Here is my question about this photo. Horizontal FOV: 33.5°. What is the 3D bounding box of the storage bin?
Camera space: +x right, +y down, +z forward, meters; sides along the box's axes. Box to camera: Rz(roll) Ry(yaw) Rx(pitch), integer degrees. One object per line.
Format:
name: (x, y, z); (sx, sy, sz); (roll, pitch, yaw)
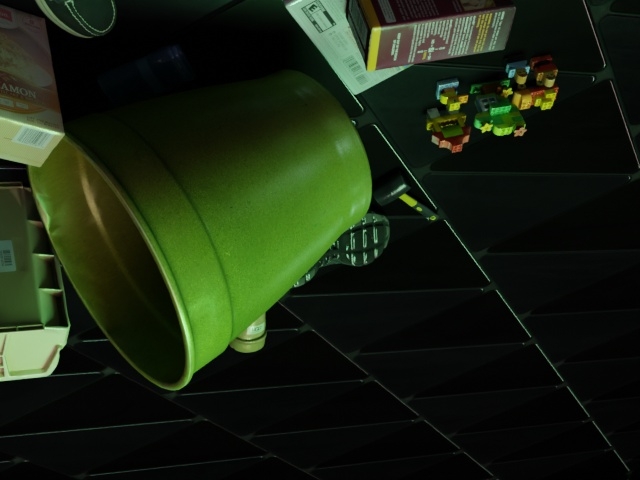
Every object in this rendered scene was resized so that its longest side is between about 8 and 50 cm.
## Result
storage bin: (-0.499, 0.056, 1.469); (0.261, 0.262, 0.123); (-3, 143, -23)

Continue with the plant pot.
plant pot: (-0.133, -0.051, 1.393); (0.353, 0.366, 0.366); (-30, 155, -27)

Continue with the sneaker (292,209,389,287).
sneaker: (0.000, 0.000, 1.804); (0.267, 0.106, 0.101); (-16, 113, -34)

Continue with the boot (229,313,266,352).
boot: (-0.137, 0.012, 1.708); (0.089, 0.236, 0.269); (-16, 130, -38)

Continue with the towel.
towel: (-0.229, -0.214, 1.400); (0.120, 0.029, 0.067); (-21, 148, 6)

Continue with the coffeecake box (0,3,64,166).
coffeecake box: (-0.382, -0.188, 1.215); (0.142, 0.185, 0.068); (12, 138, -40)

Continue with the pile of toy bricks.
pile of toy bricks: (0.273, -0.197, 1.604); (0.212, 0.105, 0.118); (-13, 148, -8)

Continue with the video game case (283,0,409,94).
video game case: (0.088, -0.305, 1.421); (0.206, 0.026, 0.227); (-26, 147, 14)

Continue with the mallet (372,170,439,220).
mallet: (0.148, -0.062, 1.825); (0.062, 0.039, 0.190); (-28, 151, 14)

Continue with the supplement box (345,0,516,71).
supplement box: (0.137, -0.289, 1.344); (0.188, 0.104, 0.080); (-11, 148, -11)

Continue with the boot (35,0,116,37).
boot: (-0.229, -0.294, 1.142); (0.179, 0.085, 0.236); (15, 153, 22)
